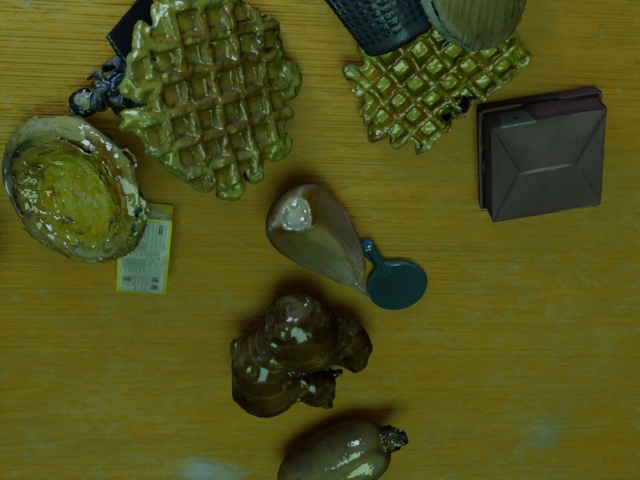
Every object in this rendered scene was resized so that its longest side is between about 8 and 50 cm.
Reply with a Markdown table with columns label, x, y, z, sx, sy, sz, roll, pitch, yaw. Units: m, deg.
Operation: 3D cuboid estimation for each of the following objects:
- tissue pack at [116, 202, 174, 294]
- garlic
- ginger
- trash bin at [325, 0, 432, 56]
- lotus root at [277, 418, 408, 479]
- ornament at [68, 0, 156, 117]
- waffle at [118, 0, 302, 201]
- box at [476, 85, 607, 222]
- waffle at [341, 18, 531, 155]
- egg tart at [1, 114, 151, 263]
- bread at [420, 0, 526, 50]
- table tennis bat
| label | x | y | z | sx | sy | sz | roll | pitch | yaw |
| --- | --- | --- | --- | --- | --- | --- | --- | --- | --- |
| tissue pack | -0.331 | 0.015 | 1.361 | 0.095 | 0.062 | 0.176 | 5 | 124 | -11 |
| garlic | -0.002 | -0.003 | 1.315 | 0.145 | 0.164 | 0.245 | -43 | 125 | 3 |
| ginger | -0.056 | 0.252 | 1.507 | 0.274 | 0.152 | 0.357 | 17 | 125 | -39 |
| trash bin | 0.083 | -0.360 | 1.044 | 0.175 | 0.175 | 0.161 | -26 | 112 | 13 |
| lotus root | 0.053 | 0.511 | 1.692 | 0.343 | 0.151 | 0.169 | -33 | 109 | 17 |
| ornament | -0.334 | -0.254 | 1.137 | 0.196 | 0.166 | 0.153 | -15 | 125 | 25 |
| waffle | -0.155 | -0.228 | 1.104 | 0.325 | 0.068 | 0.302 | 33 | 76 | -44 |
| box | 0.393 | -0.147 | 1.290 | 0.215 | 0.086 | 0.215 | -8 | 126 | 2 |
| waffle | 0.188 | -0.275 | 1.199 | 0.310 | 0.065 | 0.283 | 0 | 123 | 0 |
| egg tart | -0.400 | -0.094 | 1.231 | 0.291 | 0.107 | 0.290 | 8 | 118 | 16 |
| bread | 0.216 | -0.402 | 1.033 | 0.267 | 0.040 | 0.266 | -9 | 103 | -42 |
| table tennis bat | 0.137 | 0.070 | 1.457 | 0.124 | 0.033 | 0.201 | -30 | 125 | 14 |
